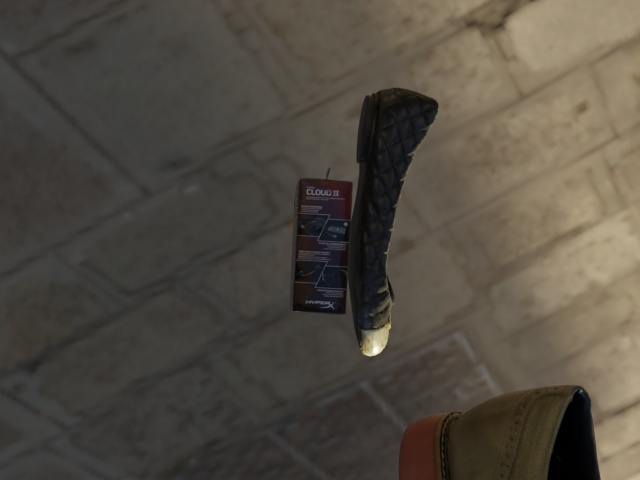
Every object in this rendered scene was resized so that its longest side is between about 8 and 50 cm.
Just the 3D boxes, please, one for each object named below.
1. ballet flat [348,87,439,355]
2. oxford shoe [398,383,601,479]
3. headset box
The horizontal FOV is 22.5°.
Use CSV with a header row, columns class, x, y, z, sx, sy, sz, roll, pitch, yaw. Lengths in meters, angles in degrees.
class,x,y,z,sx,sy,sz,roll,pitch,yaw
ballet flat,0.044,-0.010,1.017,0.049,0.057,0.173,4,102,-6
oxford shoe,0.144,0.248,0.944,0.130,0.348,0.123,-26,155,27
headset box,0.000,0.000,0.922,0.032,0.083,0.062,4,177,-3
